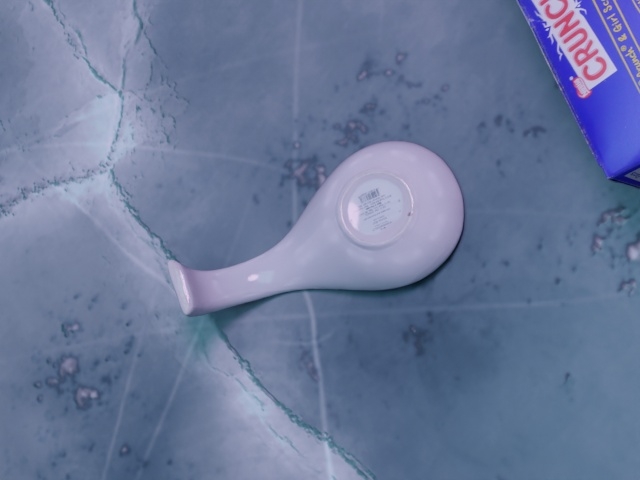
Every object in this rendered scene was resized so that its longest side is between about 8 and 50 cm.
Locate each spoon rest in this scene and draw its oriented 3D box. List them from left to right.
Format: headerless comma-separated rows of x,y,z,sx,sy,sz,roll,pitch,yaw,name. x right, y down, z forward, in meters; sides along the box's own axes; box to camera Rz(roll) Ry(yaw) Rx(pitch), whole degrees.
0.000,0.000,1.838,0.276,0.084,0.137,-21,75,8,spoon rest

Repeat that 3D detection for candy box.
0.335,-0.231,1.676,0.317,0.122,0.268,-29,73,18,candy box
